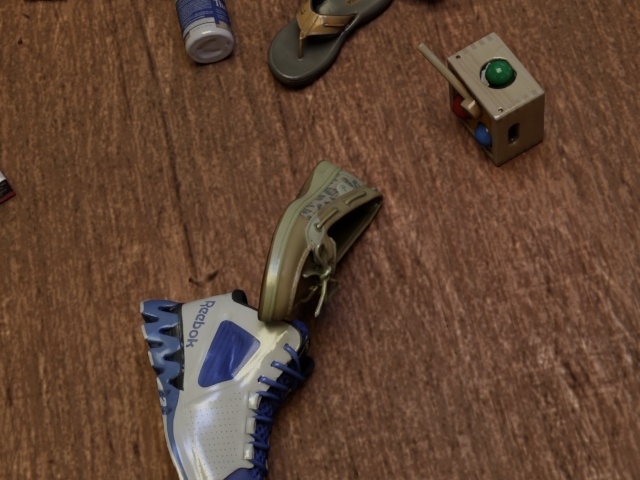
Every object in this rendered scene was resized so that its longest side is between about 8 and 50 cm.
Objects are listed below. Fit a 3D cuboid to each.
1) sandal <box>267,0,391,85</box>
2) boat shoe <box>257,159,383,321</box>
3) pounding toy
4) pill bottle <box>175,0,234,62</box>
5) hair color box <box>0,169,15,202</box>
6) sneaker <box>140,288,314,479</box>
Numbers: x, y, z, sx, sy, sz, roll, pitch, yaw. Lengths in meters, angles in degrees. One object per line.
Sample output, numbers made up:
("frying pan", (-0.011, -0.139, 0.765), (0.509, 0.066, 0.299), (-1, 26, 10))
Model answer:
("sandal", (0.012, -0.294, 1.780), (0.219, 0.060, 0.090), (-41, 64, -13))
("boat shoe", (0.000, 0.000, 1.557), (0.089, 0.105, 0.285), (19, 39, 6))
("pounding toy", (0.197, -0.181, 1.648), (0.100, 0.141, 0.130), (-30, 62, -8))
("pill bottle", (-0.158, -0.304, 1.805), (0.067, 0.067, 0.120), (-15, 62, 0))
("hair color box", (-0.465, -0.100, 1.754), (0.072, 0.043, 0.141), (-33, 62, -10))
("sneaker", (-0.084, 0.175, 1.508), (0.182, 0.127, 0.316), (-19, 60, 0))
